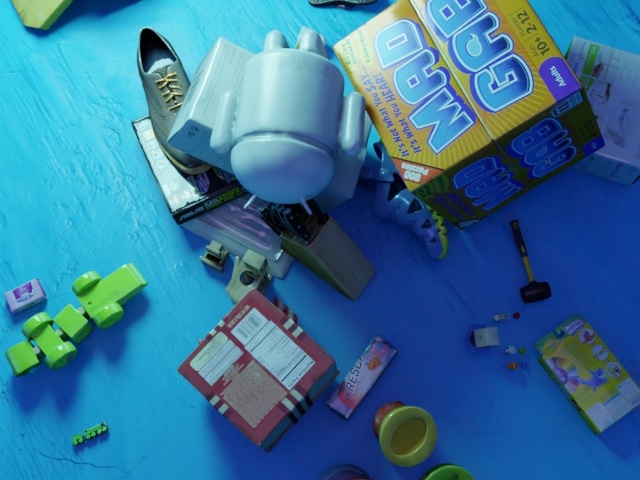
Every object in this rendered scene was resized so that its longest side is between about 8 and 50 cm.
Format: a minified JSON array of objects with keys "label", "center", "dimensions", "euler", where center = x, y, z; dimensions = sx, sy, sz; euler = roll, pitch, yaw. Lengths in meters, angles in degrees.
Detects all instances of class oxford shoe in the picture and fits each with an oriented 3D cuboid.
[{"label":"oxford shoe","center":[-0.331,-0.307,1.887],"dimensions":[0.129,0.133,0.364],"euler":[-25,67,-5]}]

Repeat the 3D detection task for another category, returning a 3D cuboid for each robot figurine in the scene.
[{"label":"robot figurine","center":[-0.062,-0.221,1.639],"dimensions":[0.299,0.200,0.354],"euler":[1,73,16]}]

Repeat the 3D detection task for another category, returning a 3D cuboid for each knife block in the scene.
[{"label":"knife block","center":[0.000,0.000,1.782],"dimensions":[0.275,0.242,0.088],"euler":[37,78,1]}]

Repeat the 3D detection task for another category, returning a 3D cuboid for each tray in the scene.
[{"label":"tray","center":[-0.168,-0.038,1.928],"dimensions":[0.270,0.030,0.145],"euler":[28,77,9]}]

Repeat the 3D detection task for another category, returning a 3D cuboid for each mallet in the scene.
[{"label":"mallet","center":[0.458,0.043,1.882],"dimensions":[0.062,0.039,0.190],"euler":[-6,71,2]}]

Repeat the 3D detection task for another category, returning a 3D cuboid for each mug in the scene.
[{"label":"mug","center":[-0.023,-0.460,2.030],"dimensions":[0.064,0.078,0.062],"euler":[19,43,-2]}]

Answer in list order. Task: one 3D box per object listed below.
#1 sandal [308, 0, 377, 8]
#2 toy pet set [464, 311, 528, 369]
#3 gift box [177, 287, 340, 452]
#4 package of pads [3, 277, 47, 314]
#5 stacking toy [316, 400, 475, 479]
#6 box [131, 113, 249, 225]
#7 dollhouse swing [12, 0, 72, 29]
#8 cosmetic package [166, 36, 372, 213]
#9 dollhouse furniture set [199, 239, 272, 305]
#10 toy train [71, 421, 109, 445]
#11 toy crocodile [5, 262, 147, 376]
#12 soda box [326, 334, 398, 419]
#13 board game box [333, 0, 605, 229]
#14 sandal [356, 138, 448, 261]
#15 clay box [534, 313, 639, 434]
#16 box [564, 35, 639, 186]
[{"label":"sandal","center":[0.057,-0.585,2.068],"dimensions":[0.179,0.040,0.067],"euler":[2,69,17]},{"label":"toy pet set","center":[0.371,0.217,1.835],"dimensions":[0.114,0.065,0.122],"euler":[3,75,-33]},{"label":"gift box","center":[-0.123,0.245,1.730],"dimensions":[0.255,0.258,0.276],"euler":[-42,77,-9]},{"label":"package of pads","center":[-0.651,0.123,1.900],"dimensions":[0.083,0.032,0.050],"euler":[-27,77,-5]},{"label":"stacking toy","center":[0.149,0.503,1.756],"dimensions":[0.279,0.130,0.309],"euler":[45,83,-14]},{"label":"box","center":[-0.279,-0.196,1.939],"dimensions":[0.216,0.060,0.270],"euler":[-25,67,-4]},{"label":"dollhouse swing","center":[-0.575,-0.706,2.109],"dimensions":[0.315,0.305,0.347],"euler":[-15,69,-45]},{"label":"cosmetic package","center":[-0.097,-0.235,1.827],"dimensions":[0.384,0.156,0.217],"euler":[26,65,-19]},{"label":"dollhouse furniture set","center":[-0.200,0.066,1.821],"dimensions":[0.160,0.182,0.101],"euler":[26,77,8]},{"label":"toy train","center":[-0.488,0.409,1.825],"dimensions":[0.083,0.017,0.024],"euler":[-25,65,-5]},{"label":"toy crocodile","center":[-0.524,0.174,1.855],"dimensions":[0.340,0.105,0.115],"euler":[-41,77,-13]},{"label":"soda box","center":[0.088,0.290,1.811],"dimensions":[0.058,0.063,0.183],"euler":[35,79,11]},{"label":"board game box","center":[0.308,-0.290,1.739],"dimensions":[0.356,0.356,0.356],"euler":[-32,68,15]},{"label":"sandal","center":[0.174,-0.083,1.888],"dimensions":[0.138,0.126,0.317],"euler":[-28,67,-2]},{"label":"clay box","center":[0.558,0.277,1.803],"dimensions":[0.127,0.053,0.222],"euler":[-34,75,-7]},{"label":"box","center":[0.628,-0.288,1.915],"dimensions":[0.231,0.127,0.262],"euler":[18,76,6]}]
